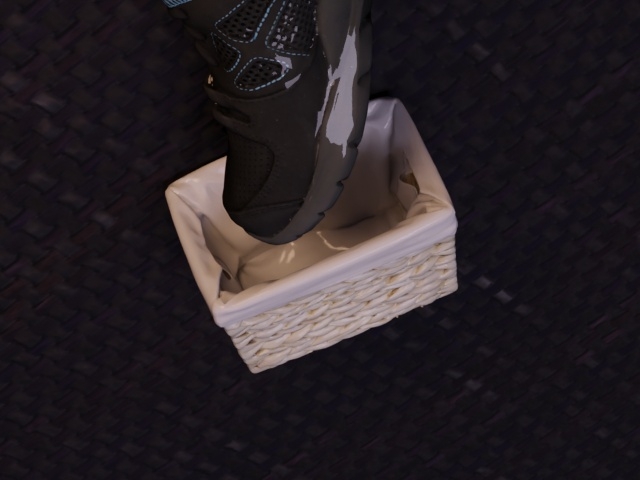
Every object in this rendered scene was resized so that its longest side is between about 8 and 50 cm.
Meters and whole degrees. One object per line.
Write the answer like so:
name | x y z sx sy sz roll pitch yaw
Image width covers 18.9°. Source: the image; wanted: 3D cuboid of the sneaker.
sneaker | -0.033 -0.140 1.085 0.140 0.125 0.341 5 132 -8

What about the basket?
basket | 0.000 0.000 1.252 0.167 0.113 0.103 -23 145 -2
